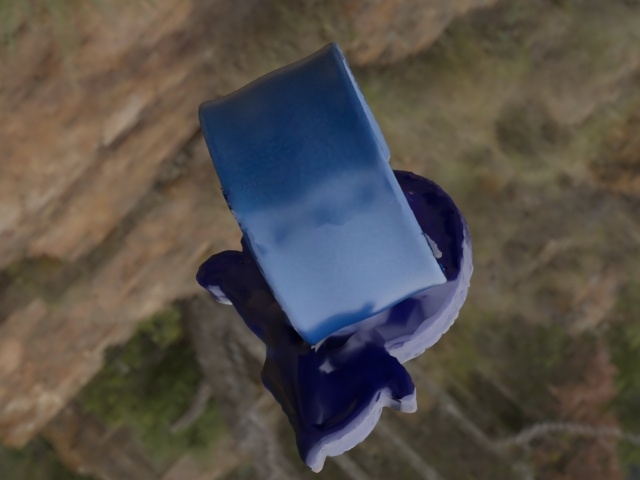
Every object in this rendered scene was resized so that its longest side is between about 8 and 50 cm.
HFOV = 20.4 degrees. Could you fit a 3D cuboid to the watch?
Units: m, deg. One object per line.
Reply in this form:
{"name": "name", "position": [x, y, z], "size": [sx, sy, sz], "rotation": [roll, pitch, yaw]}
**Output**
{"name": "watch", "position": [0.003, -0.008, 1.091], "size": [0.171, 0.196, 0.200], "rotation": [-31, 140, -3]}
